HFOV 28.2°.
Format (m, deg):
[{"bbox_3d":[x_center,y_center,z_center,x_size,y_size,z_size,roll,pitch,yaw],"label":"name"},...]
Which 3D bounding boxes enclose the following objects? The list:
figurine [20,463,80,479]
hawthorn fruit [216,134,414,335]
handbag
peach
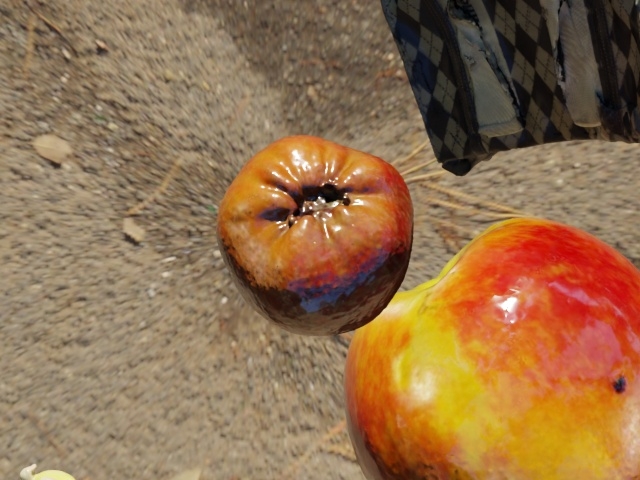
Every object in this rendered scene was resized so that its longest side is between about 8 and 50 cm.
[{"bbox_3d":[-0.278,0.308,1.270,0.235,0.127,0.155,25,78,-42],"label":"figurine"},{"bbox_3d":[0.000,0.000,0.846,0.133,0.138,0.132,-1,63,1],"label":"hawthorn fruit"},{"bbox_3d":[0.261,-0.240,1.496,0.180,0.416,0.316,-20,102,-36],"label":"handbag"},{"bbox_3d":[0.217,0.176,1.329,0.388,0.388,0.388,0,90,-2],"label":"peach"}]
